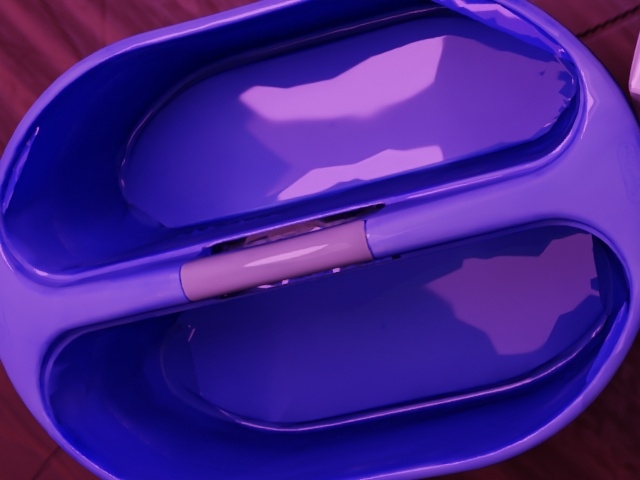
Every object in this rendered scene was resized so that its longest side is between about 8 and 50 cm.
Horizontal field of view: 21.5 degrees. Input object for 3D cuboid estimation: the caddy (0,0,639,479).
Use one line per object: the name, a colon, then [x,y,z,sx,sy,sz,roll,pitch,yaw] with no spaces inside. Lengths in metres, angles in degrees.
caddy: [0.000,0.000,0.840,0.341,0.179,0.241,-14,94,16]

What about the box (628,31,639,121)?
box: [0.256,-0.085,0.785,0.203,0.114,0.103,14,87,14]
